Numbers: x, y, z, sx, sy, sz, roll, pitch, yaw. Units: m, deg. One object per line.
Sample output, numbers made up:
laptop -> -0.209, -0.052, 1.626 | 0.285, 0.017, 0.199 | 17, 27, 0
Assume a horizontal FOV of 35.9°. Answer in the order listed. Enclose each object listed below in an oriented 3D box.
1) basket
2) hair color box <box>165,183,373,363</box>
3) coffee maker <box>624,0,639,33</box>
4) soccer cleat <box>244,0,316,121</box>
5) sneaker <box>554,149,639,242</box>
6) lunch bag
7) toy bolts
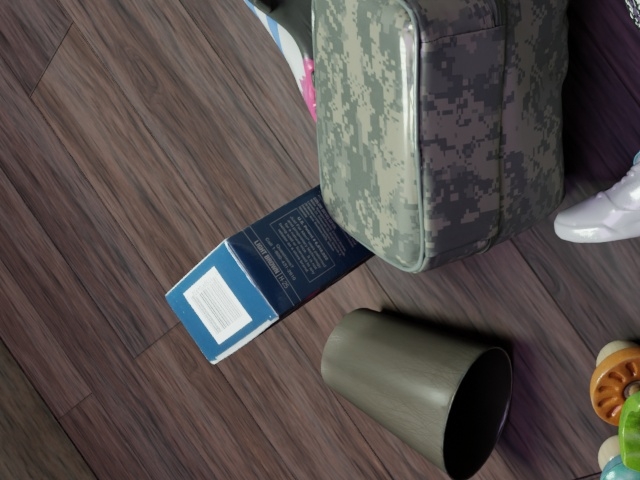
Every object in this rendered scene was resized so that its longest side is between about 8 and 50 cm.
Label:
basket -> 0.124, 0.192, 1.349 | 0.227, 0.154, 0.204 | 23, 129, 38
hair color box -> 0.000, 0.000, 1.182 | 0.105, 0.347, 0.174 | 55, 141, 2
coffee maker -> 0.360, -0.233, 0.800 | 0.171, 0.178, 0.120 | 26, 134, 35
soccer cleat -> -0.001, -0.260, 1.214 | 0.116, 0.143, 0.331 | -26, 119, 14
sneaker -> 0.338, -0.056, 1.029 | 0.212, 0.080, 0.094 | -12, 102, 38
lunch bag -> 0.145, -0.143, 1.018 | 0.212, 0.256, 0.305 | 39, 140, 52
toy bolts -> 0.405, 0.232, 1.142 | 0.218, 0.158, 0.228 | 6, 117, -5
